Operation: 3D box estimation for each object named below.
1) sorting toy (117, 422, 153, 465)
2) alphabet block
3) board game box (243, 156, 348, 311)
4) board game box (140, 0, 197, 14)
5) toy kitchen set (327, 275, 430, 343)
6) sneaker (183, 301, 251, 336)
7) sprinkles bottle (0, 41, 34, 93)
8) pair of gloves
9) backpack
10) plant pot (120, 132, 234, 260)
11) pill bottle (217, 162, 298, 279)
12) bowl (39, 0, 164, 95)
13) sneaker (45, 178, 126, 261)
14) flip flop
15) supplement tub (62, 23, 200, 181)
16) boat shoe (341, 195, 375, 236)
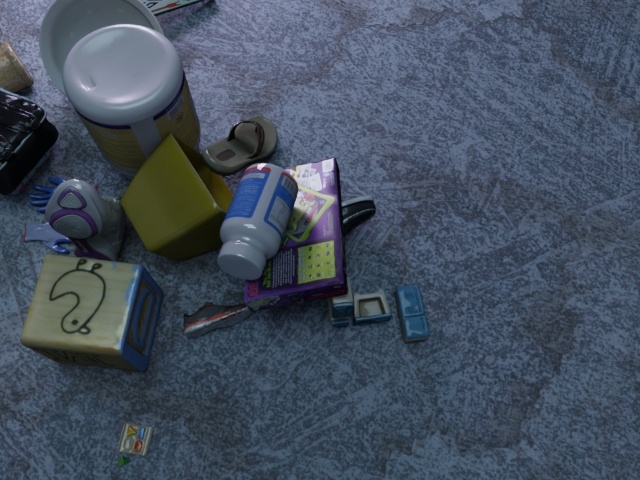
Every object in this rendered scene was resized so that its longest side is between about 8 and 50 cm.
[{"bbox_3d":[-0.379,0.416,1.208,0.062,0.012,0.083,9,67,2],"label":"sorting toy"},{"bbox_3d":[-0.457,0.152,1.222,0.197,0.193,0.192,5,65,1],"label":"alphabet block"},{"bbox_3d":[-0.054,-0.022,1.271,0.208,0.056,0.346,-9,51,9],"label":"board game box"},{"bbox_3d":[-0.462,-0.709,1.579,0.317,0.046,0.213,-28,108,-21],"label":"board game box"},{"bbox_3d":[0.125,0.147,1.250,0.207,0.166,0.122,-8,67,-4],"label":"toy kitchen set"},{"bbox_3d":[-0.227,0.155,1.299,0.158,0.061,0.064,-17,62,-9],"label":"sneaker"},{"bbox_3d":[-0.900,-0.358,1.466,0.355,0.121,0.121,-33,72,-14],"label":"sprinkles bottle"},{"bbox_3d":[-0.613,-0.061,1.401,0.160,0.023,0.198,0,66,-1],"label":"pair of gloves"},{"bbox_3d":[-0.769,-0.242,1.382,0.254,0.191,0.225,27,66,2],"label":"backpack"},{"bbox_3d":[-0.305,-0.071,1.316,0.187,0.212,0.212,-37,73,5],"label":"plant pot"},{"bbox_3d":[-0.130,-0.037,1.201,0.124,0.124,0.221,15,57,5],"label":"pill bottle"},{"bbox_3d":[-0.528,-0.476,1.487,0.298,0.134,0.297,-3,110,-9],"label":"bowl"},{"bbox_3d":[-0.483,-0.058,1.253,0.114,0.305,0.152,11,62,-3],"label":"sneaker"},{"bbox_3d":[-0.180,-0.238,1.404,0.112,0.080,0.277,35,36,7],"label":"flip flop"},{"bbox_3d":[-0.401,-0.283,1.332,0.241,0.331,0.240,1,67,-1],"label":"supplement tub"},{"bbox_3d":[0.000,0.000,1.346,0.303,0.114,0.091,-28,69,0],"label":"boat shoe"}]
